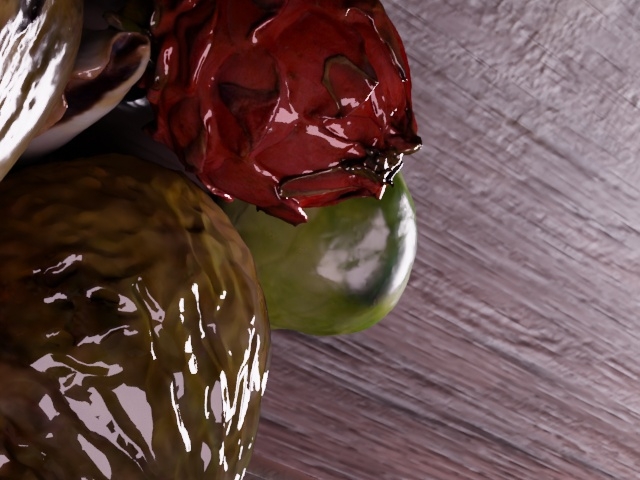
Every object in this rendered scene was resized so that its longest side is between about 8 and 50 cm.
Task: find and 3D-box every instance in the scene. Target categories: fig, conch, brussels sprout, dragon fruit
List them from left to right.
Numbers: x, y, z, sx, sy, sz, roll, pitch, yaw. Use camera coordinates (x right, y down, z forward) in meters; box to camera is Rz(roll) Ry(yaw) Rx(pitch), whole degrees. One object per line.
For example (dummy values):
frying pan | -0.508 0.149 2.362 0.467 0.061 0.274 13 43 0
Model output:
conch | -0.170 -0.085 1.165 0.104 0.176 0.094 -6 100 -48
fig | -0.114 0.125 1.197 0.286 0.368 0.286 -37 158 -18
dragon fruit | -0.031 -0.101 1.217 0.172 0.209 0.172 -56 176 -6
brussels sprout | 0.003 0.004 1.366 0.149 0.122 0.151 -37 137 -6

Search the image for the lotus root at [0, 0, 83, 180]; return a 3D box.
lotus root | -0.252 -0.135 1.013 0.192 0.272 0.272 -56 136 -3
